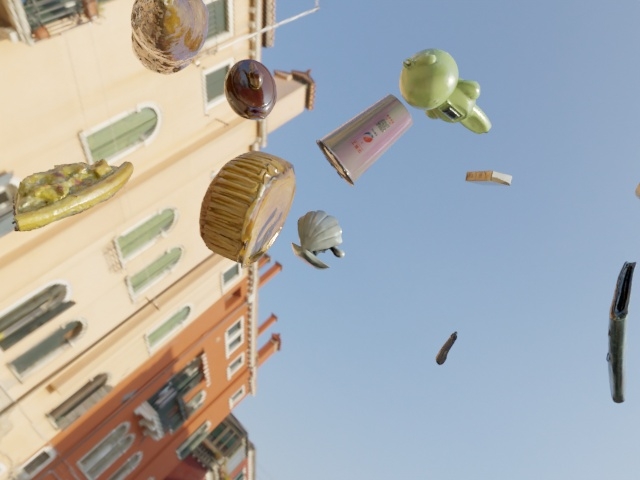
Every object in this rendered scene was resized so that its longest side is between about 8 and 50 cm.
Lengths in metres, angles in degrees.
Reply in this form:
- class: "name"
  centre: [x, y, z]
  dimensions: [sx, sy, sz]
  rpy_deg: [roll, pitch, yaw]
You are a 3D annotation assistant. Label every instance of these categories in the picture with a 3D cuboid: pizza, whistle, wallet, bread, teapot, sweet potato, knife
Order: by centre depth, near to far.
- class: "pizza"
  centre: [-0.284, -0.060, 0.596]
  dimensions: [0.099, 0.160, 0.035]
  rpy_deg: [18, -57, 21]
- class: "sweet potato"
  centre: [-0.229, -0.338, 0.828]
  dimensions: [0.131, 0.131, 0.337]
  rpy_deg: [61, -13, -18]
- class: "bread"
  centre: [-0.123, -0.058, 0.894]
  dimensions: [0.104, 0.199, 0.199]
  rpy_deg: [22, -39, 10]
- class: "teapot"
  centre: [-0.124, -0.276, 0.982]
  dimensions: [0.078, 0.098, 0.129]
  rpy_deg: [144, -55, -62]
- class: "whistle"
  centre: [0.287, -0.341, 1.220]
  dimensions: [0.141, 0.294, 0.141]
  rpy_deg: [-15, -110, 45]
- class: "wallet"
  centre: [0.753, 0.238, 1.347]
  dimensions: [0.046, 0.190, 0.379]
  rpy_deg: [6, -42, 32]
- class: "knife"
  centre: [0.377, 0.321, 1.595]
  dimensions: [0.031, 0.018, 0.121]
  rpy_deg: [20, -67, -15]

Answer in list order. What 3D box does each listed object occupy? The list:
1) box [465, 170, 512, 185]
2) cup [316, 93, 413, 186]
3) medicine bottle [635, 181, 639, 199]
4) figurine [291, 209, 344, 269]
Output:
- class: "box"
  centre: [0.350, -0.129, 1.119]
  dimensions: [0.083, 0.053, 0.024]
  rpy_deg: [10, -90, 65]
- class: "cup"
  centre: [0.156, -0.344, 1.787]
  dimensions: [0.203, 0.288, 0.203]
  rpy_deg: [50, -1, 1]
- class: "medicine bottle"
  centre: [0.763, -0.044, 1.069]
  dimensions: [0.131, 0.131, 0.250]
  rpy_deg: [95, -26, -47]
- class: "figurine"
  centre: [0.000, 0.000, 0.891]
  dimensions: [0.094, 0.086, 0.082]
  rpy_deg: [31, -9, 19]
